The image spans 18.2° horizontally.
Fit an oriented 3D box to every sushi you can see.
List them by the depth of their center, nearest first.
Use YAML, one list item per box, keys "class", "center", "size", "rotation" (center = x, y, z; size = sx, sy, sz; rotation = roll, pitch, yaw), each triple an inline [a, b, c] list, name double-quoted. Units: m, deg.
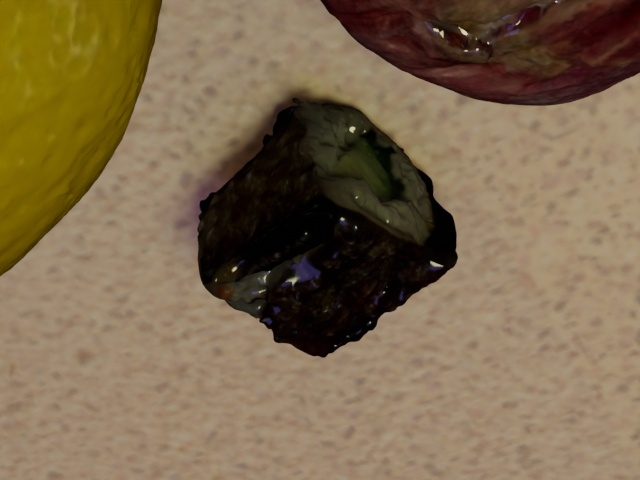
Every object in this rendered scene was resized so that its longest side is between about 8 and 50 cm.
- class: "sushi"
  center: [0.000, -0.001, 0.852]
  size: [0.094, 0.098, 0.084]
  rotation: [32, 126, -29]

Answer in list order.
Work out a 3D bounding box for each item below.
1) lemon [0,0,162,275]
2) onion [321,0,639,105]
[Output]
- class: "lemon"
  center: [-0.186, -0.103, 0.661]
  size: [0.293, 0.293, 0.293]
  rotation: [0, 130, 1]
- class: "onion"
  center: [0.102, -0.161, 0.706]
  size: [0.227, 0.120, 0.283]
  rotation: [32, 123, -29]
